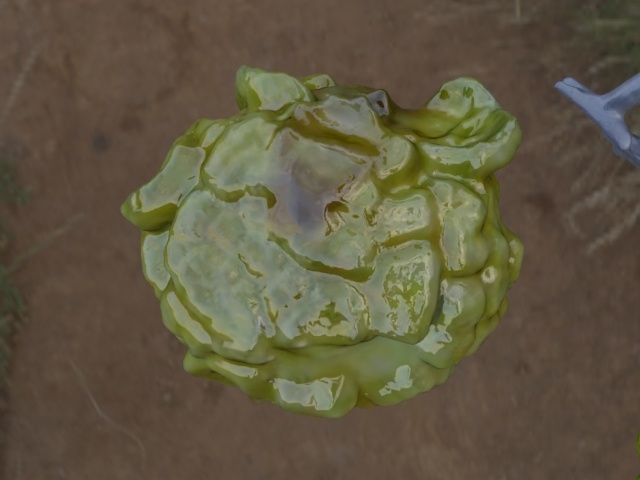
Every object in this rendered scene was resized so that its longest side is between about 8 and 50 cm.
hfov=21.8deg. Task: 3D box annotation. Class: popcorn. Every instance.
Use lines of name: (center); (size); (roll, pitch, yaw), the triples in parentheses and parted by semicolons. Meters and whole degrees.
popcorn: (0.005, -0.010, 0.994); (0.235, 0.181, 0.216); (28, 109, 13)

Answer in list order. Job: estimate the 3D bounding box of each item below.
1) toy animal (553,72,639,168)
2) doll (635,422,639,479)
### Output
toy animal: (0.258, -0.119, 1.060); (0.206, 0.081, 0.367); (-32, 53, 18)
doll: (0.242, 0.160, 0.444); (0.341, 0.346, 0.099); (-19, 13, 38)
